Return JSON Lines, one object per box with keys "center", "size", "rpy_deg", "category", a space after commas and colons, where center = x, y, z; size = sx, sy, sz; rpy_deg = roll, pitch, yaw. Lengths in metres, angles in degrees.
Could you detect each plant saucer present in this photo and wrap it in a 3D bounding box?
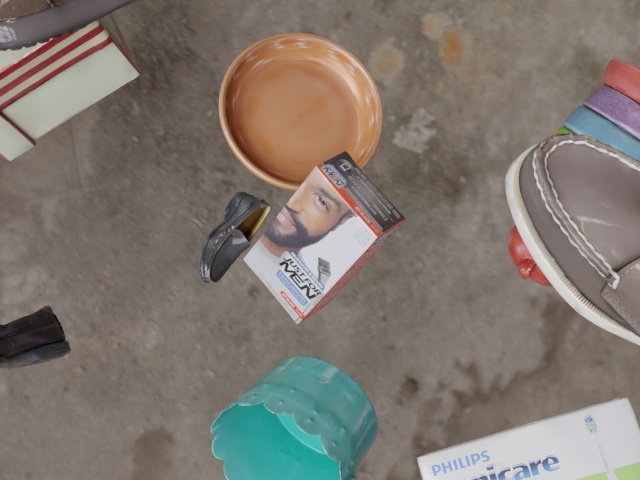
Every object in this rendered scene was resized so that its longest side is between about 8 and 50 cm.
{"center": [-0.024, -0.151, 1.187], "size": [0.200, 0.037, 0.200], "rpy_deg": [4, 75, -13], "category": "plant saucer"}

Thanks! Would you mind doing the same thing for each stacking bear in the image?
{"center": [0.351, -0.066, 1.255], "size": [0.164, 0.175, 0.289], "rpy_deg": [35, 102, 6], "category": "stacking bear"}

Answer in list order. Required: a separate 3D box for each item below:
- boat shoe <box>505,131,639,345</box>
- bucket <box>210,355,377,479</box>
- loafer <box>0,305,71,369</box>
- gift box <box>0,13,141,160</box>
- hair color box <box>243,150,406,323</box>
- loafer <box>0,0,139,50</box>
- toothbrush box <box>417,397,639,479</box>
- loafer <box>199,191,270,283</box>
{"center": [0.256, 0.041, 0.641], "size": [0.116, 0.324, 0.096], "rpy_deg": [-39, 167, -13], "category": "boat shoe"}
{"center": [-0.040, 0.361, 1.818], "size": [0.183, 0.281, 0.281], "rpy_deg": [-43, 134, -48], "category": "bucket"}
{"center": [-0.523, 0.160, 1.574], "size": [0.302, 0.109, 0.095], "rpy_deg": [0, 73, -64], "category": "loafer"}
{"center": [-0.430, -0.290, 1.319], "size": [0.258, 0.276, 0.255], "rpy_deg": [-32, 145, 3], "category": "gift box"}
{"center": [0.000, 0.000, 0.988], "size": [0.053, 0.093, 0.167], "rpy_deg": [-31, 166, -45], "category": "hair color box"}
{"center": [-0.186, -0.308, 0.971], "size": [0.366, 0.134, 0.130], "rpy_deg": [-32, 127, -25], "category": "loafer"}
{"center": [0.233, 0.314, 0.935], "size": [0.206, 0.283, 0.122], "rpy_deg": [-18, 166, 7], "category": "toothbrush box"}
{"center": [-0.142, -0.003, 1.627], "size": [0.062, 0.061, 0.170], "rpy_deg": [46, 64, -51], "category": "loafer"}
